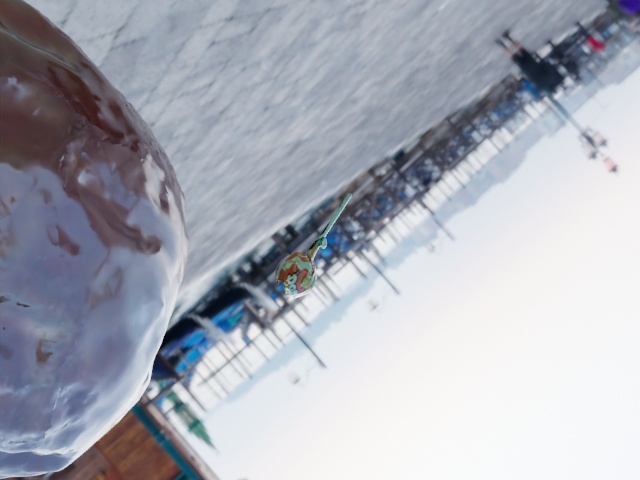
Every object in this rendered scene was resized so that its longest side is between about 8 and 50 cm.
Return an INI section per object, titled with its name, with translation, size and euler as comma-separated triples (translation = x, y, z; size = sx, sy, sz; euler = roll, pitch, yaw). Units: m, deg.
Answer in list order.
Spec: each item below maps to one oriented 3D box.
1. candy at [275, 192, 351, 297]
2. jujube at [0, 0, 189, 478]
[candy]
translation = 0.000, 0.000, 1.105
size = 0.184, 0.049, 0.055
euler = -56, 153, -38
[jujube]
translation = -0.257, -0.023, 0.460
size = 0.276, 0.377, 0.276
euler = -166, -90, -76
